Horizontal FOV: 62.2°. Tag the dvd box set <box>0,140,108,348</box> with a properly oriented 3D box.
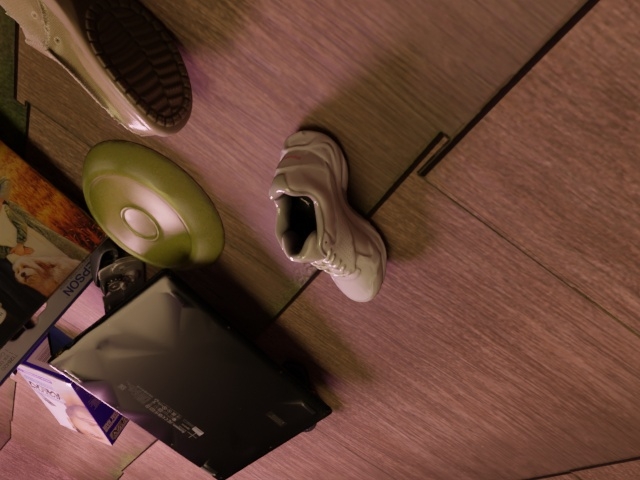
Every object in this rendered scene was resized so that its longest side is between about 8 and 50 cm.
[{"bbox_3d":[-0.561,-0.038,0.730,0.420,0.307,0.062,49,157,-26],"label":"dvd box set"}]

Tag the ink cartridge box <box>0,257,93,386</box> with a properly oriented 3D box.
[{"bbox_3d":[-0.566,0.059,0.842,0.072,0.303,0.307,14,150,43],"label":"ink cartridge box"}]

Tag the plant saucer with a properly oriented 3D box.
[{"bbox_3d":[-0.256,-0.035,0.781,0.241,0.037,0.240,16,137,16],"label":"plant saucer"}]

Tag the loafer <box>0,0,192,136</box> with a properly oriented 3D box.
[{"bbox_3d":[-0.240,-0.215,0.549,0.092,0.102,0.268,-26,106,46],"label":"loafer"}]

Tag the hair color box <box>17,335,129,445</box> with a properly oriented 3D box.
[{"bbox_3d":[-0.637,0.392,1.389,0.185,0.110,0.338,15,139,16],"label":"hair color box"}]

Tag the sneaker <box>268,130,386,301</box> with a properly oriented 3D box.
[{"bbox_3d":[0.000,0.000,0.604,0.090,0.115,0.232,-6,128,35],"label":"sneaker"}]

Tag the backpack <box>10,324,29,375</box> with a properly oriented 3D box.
[{"bbox_3d":[-0.867,0.234,1.312,0.254,0.191,0.225,14,138,25],"label":"backpack"}]

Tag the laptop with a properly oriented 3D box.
[{"bbox_3d":[-0.260,0.226,0.967,0.408,0.236,0.382,-36,116,16],"label":"laptop"}]

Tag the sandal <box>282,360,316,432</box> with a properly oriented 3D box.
[{"bbox_3d":[-0.036,0.287,0.984,0.067,0.040,0.179,7,120,17],"label":"sandal"}]

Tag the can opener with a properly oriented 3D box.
[{"bbox_3d":[-0.371,0.103,0.981,0.095,0.076,0.283,53,146,23],"label":"can opener"}]
